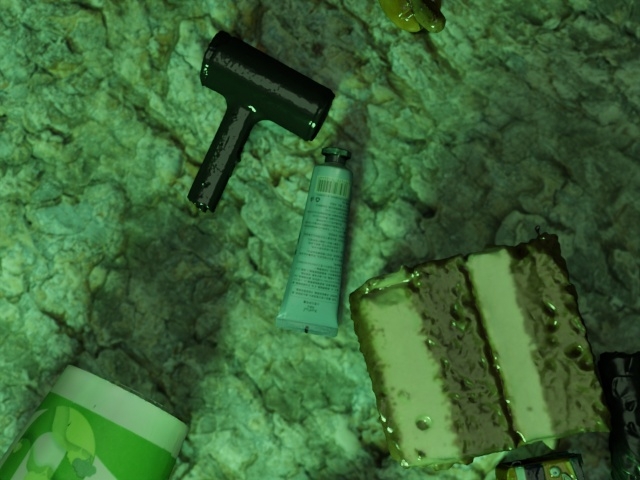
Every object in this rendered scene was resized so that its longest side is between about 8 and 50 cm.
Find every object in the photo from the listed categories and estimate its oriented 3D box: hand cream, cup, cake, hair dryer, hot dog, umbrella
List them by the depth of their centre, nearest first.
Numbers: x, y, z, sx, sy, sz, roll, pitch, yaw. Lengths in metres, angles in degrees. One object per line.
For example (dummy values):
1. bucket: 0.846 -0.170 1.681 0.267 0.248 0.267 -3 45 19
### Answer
1. cake: 0.204 0.153 1.386 0.290 0.256 0.282 -17 80 4
2. cup: -0.314 0.325 1.391 0.253 0.253 0.274 27 74 7
3. umbrella: 0.422 0.269 1.450 0.066 0.059 0.235 -6 80 25
4. hand cream: 0.000 0.000 1.524 0.091 0.058 0.271 10 83 -7
5. hair dryer: -0.117 -0.155 1.553 0.197 0.089 0.251 28 91 5
6. hot dog: 0.135 -0.364 1.582 0.090 0.060 0.140 -23 82 3

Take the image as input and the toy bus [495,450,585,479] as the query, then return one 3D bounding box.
1. toy bus: 0.285 0.328 1.370 0.114 0.201 0.098 -10 79 3
